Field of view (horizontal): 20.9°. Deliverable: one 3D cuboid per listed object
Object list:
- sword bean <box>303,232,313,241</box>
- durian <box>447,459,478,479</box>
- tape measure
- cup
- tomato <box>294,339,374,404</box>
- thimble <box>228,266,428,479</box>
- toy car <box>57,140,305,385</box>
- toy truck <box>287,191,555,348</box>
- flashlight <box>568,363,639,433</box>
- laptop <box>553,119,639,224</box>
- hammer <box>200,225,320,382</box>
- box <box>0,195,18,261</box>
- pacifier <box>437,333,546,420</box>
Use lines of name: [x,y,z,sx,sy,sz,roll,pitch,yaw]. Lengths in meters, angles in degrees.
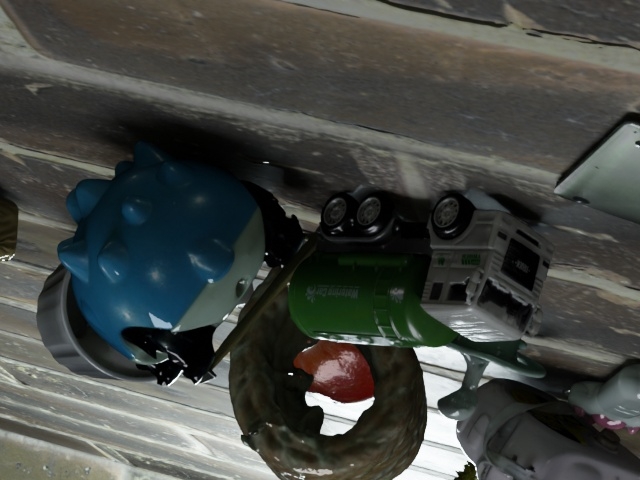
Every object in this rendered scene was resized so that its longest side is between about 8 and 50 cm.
sword bean: [0.000,0.000,1.689,0.083,0.012,0.012,13,164,8]
durian: [0.292,0.393,2.378,0.291,0.224,0.291,20,132,24]
tape measure: [0.250,0.236,1.966,0.236,0.120,0.197,21,-164,-31]
cup: [-0.199,0.085,1.918,0.221,0.167,0.202,24,166,-17]
tomato: [0.024,0.140,2.000,0.159,0.091,0.139,-1,157,44]
thimble: [0.009,0.143,1.773,0.196,0.229,0.148,-1,160,7]
toy car: [-0.145,0.009,1.563,0.190,0.188,0.255,37,169,-9]
toy truck: [0.078,0.032,1.504,0.242,0.125,0.101,-1,156,46]
flashlight: [0.327,0.170,1.855,0.093,0.047,0.200,19,165,-3]
laptop: [0.319,-0.018,1.271,0.269,0.015,0.187,19,164,-4]
hammer: [-0.047,0.051,1.578,0.013,0.199,0.062,41,167,-8]
box: [-0.412,-0.015,1.917,0.177,0.111,0.111,1,158,44]
pacifier: [0.151,0.127,1.783,0.150,0.117,0.127,17,-169,-14]
